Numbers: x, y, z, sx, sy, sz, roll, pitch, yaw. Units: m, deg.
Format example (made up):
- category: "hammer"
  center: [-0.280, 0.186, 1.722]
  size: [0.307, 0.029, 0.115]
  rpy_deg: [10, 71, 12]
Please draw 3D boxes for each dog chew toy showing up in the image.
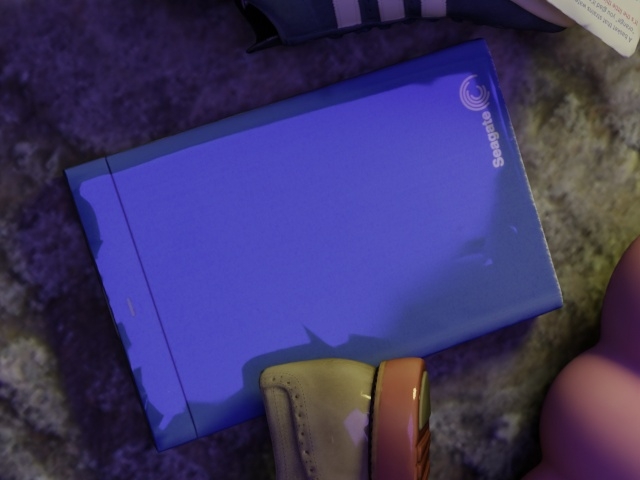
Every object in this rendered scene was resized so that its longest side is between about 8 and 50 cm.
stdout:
- category: "dog chew toy"
  center: [0.255, 0.134, 1.012]
  size: [0.206, 0.206, 0.332]
  rpy_deg: [35, 94, -12]

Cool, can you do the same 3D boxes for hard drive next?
- category: "hard drive"
  center: [0.000, 0.000, 1.018]
  size: [0.318, 0.040, 0.210]
  rpy_deg: [-19, 97, -11]

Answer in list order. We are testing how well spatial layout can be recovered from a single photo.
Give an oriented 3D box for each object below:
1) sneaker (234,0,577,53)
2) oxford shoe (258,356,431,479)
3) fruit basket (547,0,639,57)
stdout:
- category: "sneaker"
  center: [0.023, -0.189, 0.986]
  size: [0.350, 0.131, 0.148]
  rpy_deg: [13, 128, -28]
- category: "oxford shoe"
  center: [0.006, 0.246, 1.006]
  size: [0.130, 0.123, 0.348]
  rpy_deg: [4, 99, 8]
- category: "fruit basket"
  center: [0.154, -0.350, 0.942]
  size: [0.327, 0.165, 0.353]
  rpy_deg: [26, 83, -36]
